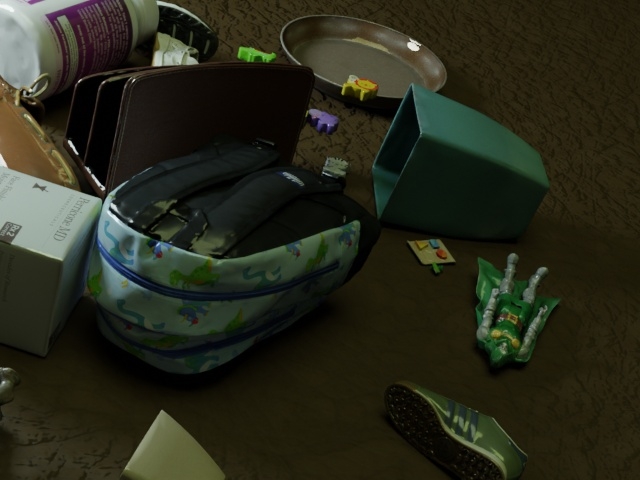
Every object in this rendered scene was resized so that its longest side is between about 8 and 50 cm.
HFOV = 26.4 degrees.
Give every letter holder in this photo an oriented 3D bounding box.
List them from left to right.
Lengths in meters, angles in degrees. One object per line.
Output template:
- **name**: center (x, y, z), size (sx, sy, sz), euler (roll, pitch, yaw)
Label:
- **letter holder**: center (-0.185, -0.193, 1.948), size (0.302, 0.214, 0.152), euler (-8, 40, -34)

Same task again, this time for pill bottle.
- **pill bottle**: center (-0.396, -0.332, 2.160), size (0.169, 0.169, 0.301), euler (30, 36, 21)

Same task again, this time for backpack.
- **backpack**: center (-0.133, 0.013, 1.713), size (0.290, 0.273, 0.355), euler (29, 12, 15)

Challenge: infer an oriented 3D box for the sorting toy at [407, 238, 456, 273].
- **sorting toy**: center (0.171, 0.023, 2.025), size (0.062, 0.012, 0.083), euler (0, 35, -25)

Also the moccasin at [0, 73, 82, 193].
- **moccasin**: center (-0.442, -0.162, 1.911), size (0.147, 0.139, 0.380), euler (-8, 40, -35)

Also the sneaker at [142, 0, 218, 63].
- **sneaker**: center (-0.301, -0.384, 2.357), size (0.271, 0.100, 0.108), euler (19, 27, 4)

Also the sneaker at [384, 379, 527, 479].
- **sneaker**: center (0.170, 0.234, 1.663), size (0.192, 0.064, 0.086), euler (38, 30, 30)

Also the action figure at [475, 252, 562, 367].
- **action figure**: center (0.267, 0.105, 1.904), size (0.137, 0.063, 0.232), euler (22, 36, 3)

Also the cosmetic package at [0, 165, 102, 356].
- **cosmetic package**: center (-0.382, 0.018, 1.651), size (0.183, 0.151, 0.151), euler (17, 33, 1)

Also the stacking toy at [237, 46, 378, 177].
- **stacking toy**: center (-0.035, -0.199, 2.126), size (0.221, 0.167, 0.052), euler (18, 32, 4)

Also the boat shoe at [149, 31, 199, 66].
- **boat shoe**: center (-0.228, -0.258, 2.193), size (0.096, 0.098, 0.277), euler (10, 32, -10)

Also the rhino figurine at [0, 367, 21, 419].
- **rhino figurine**: center (-0.453, 0.170, 1.459), size (0.243, 0.073, 0.106), euler (11, 43, -2)

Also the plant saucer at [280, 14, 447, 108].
- **plant saucer**: center (0.074, -0.318, 2.469), size (0.310, 0.050, 0.310), euler (12, 33, -8)

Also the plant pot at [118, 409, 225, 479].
- **plant pot**: center (-0.163, 0.265, 1.425), size (0.096, 0.109, 0.109), euler (30, 33, -1)

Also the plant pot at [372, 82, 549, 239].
- **plant pot**: center (0.222, -0.105, 2.111), size (0.234, 0.166, 0.165), euler (16, 32, -13)
